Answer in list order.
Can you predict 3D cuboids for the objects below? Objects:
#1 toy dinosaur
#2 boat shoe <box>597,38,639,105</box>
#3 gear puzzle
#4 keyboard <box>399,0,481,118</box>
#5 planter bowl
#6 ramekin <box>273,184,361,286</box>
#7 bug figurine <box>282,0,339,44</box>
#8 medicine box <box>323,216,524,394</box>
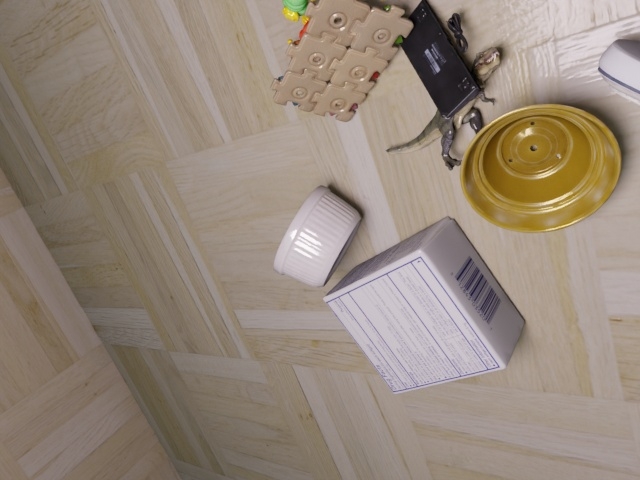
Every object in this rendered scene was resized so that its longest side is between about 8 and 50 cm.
[{"bbox_3d":[0.227,-0.192,0.821,0.118,0.064,0.268,58,137,13],"label":"toy dinosaur"},{"bbox_3d":[0.503,-0.114,0.625,0.367,0.136,0.156,29,135,7],"label":"boat shoe"},{"bbox_3d":[0.044,-0.336,0.802,0.339,0.175,0.044,131,142,-51],"label":"gear puzzle"},{"bbox_3d":[0.192,-0.294,0.769,0.108,0.023,0.180,-45,67,52],"label":"keyboard"},{"bbox_3d":[0.328,-0.124,0.750,0.217,0.090,0.217,10,131,12],"label":"planter bowl"},{"bbox_3d":[0.000,0.000,1.021,0.109,0.207,0.207,30,132,6],"label":"ramekin"},{"bbox_3d":[-0.094,-0.408,0.809,0.279,0.216,0.072,28,92,-6],"label":"bug figurine"},{"bbox_3d":[0.200,0.142,0.990,0.289,0.149,0.263,-33,95,45],"label":"medicine box"}]
